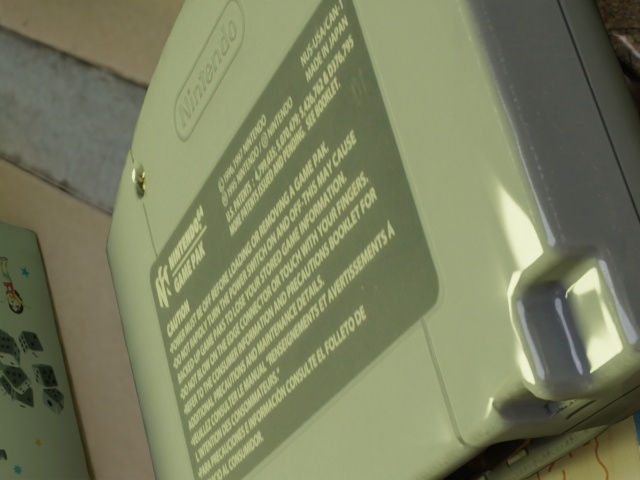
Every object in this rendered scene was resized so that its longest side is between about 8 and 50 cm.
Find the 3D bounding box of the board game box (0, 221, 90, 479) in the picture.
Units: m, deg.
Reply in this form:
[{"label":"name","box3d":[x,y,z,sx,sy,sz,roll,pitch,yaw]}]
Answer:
[{"label":"board game box","box3d":[-0.204,0.166,0.610,0.224,0.097,0.303,-29,64,26]}]

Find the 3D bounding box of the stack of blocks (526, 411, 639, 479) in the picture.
[{"label":"stack of blocks","box3d":[0.159,0.137,0.382,0.171,0.087,0.297,-18,70,29]}]

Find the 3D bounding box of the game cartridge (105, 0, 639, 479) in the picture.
[{"label":"game cartridge","box3d":[0.000,0.000,0.454,0.297,0.062,0.198,131,133,-56]}]

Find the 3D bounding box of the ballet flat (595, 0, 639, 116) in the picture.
[{"label":"ballet flat","box3d":[0.044,-0.130,0.522,0.316,0.107,0.106,39,82,28]}]
